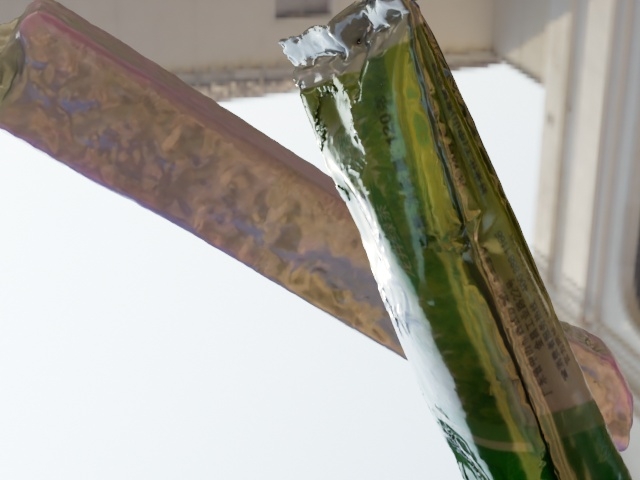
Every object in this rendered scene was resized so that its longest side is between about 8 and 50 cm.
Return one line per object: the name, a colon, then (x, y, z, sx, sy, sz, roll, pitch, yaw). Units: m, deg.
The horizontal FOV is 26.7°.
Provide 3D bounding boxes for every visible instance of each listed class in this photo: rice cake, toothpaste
rice cake: (0.001, 0.000, 0.665, 0.399, 0.064, 0.070, 30, -175, -20)
toothpaste: (0.053, 0.045, 0.405, 0.046, 0.248, 0.078, -27, -172, -26)
